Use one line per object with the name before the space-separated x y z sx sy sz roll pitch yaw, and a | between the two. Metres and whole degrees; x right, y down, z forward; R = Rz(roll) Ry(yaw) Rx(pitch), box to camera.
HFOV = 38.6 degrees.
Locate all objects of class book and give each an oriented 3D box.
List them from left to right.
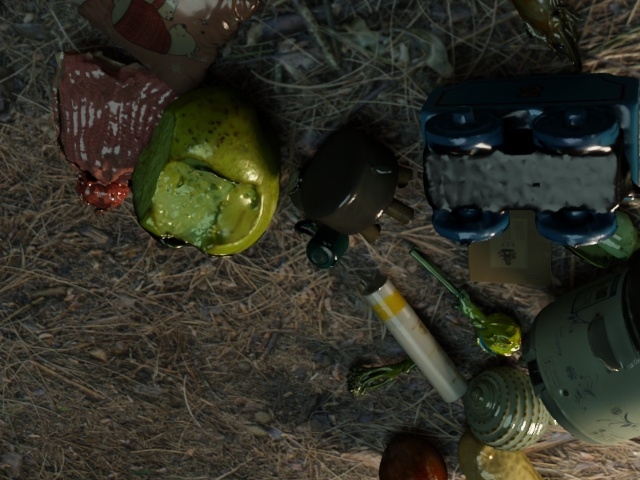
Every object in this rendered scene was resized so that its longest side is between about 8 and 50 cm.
book | 0.308 -0.007 1.491 0.138 0.016 0.199 4 129 16

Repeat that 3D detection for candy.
candy | 0.247 0.105 1.582 0.262 0.073 0.077 44 140 -10

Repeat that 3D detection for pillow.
pillow | -0.229 -0.345 1.351 0.223 0.084 0.236 35 131 -11

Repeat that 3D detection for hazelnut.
hazelnut | 0.182 0.469 1.862 0.143 0.143 0.154 33 148 -9

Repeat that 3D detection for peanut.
peanut | 0.378 0.495 1.806 0.147 0.147 0.319 -31 105 36

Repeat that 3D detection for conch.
conch | 0.347 0.324 1.678 0.200 0.131 0.172 38 130 -12
conch | 0.408 -0.010 1.413 0.170 0.079 0.106 20 123 9

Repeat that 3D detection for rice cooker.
rice cooker | 0.489 0.170 1.414 0.316 0.264 0.317 -7 155 -3

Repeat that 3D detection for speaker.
speaker | 0.001 -0.004 1.563 0.060 0.075 0.094 -34 102 37

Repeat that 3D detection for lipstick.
lipstick | 0.173 0.180 1.645 0.059 0.059 0.264 -27 108 35

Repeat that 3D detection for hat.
hat | -0.339 -0.172 1.518 0.236 0.107 0.286 16 120 -7

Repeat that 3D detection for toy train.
toy train | 0.288 -0.120 1.238 0.300 0.265 0.188 1 119 20

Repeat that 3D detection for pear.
pear | -0.147 -0.113 1.440 0.238 0.164 0.255 16 128 -27

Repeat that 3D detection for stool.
stool | 0.050 -0.089 1.447 0.139 0.228 0.153 27 92 -31

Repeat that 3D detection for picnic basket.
picnic basket | 0.386 0.205 1.611 0.083 0.065 0.083 -29 99 36

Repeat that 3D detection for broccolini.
broccolini | 0.140 0.235 1.742 0.216 0.058 0.067 -31 154 28

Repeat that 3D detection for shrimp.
shrimp | 0.306 -0.363 1.173 0.169 0.058 0.296 -25 114 31
